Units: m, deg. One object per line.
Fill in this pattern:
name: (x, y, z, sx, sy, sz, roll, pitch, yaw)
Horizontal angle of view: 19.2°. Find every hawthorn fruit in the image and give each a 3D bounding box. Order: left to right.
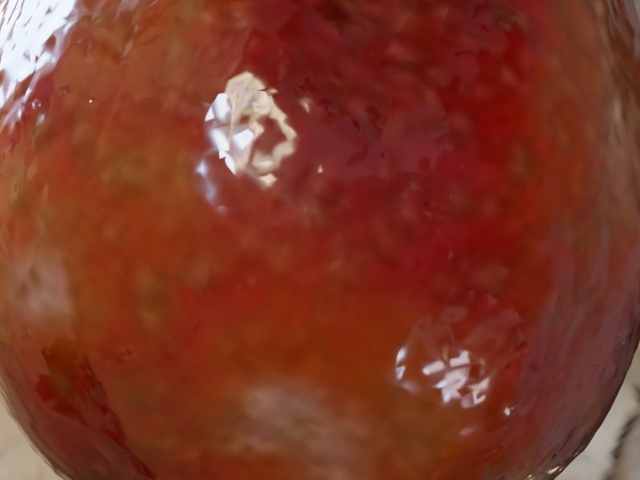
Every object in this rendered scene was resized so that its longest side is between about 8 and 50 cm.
hawthorn fruit: (0.000, 0.000, 0.426, 0.169, 0.169, 0.188, 62, -157, -66)
